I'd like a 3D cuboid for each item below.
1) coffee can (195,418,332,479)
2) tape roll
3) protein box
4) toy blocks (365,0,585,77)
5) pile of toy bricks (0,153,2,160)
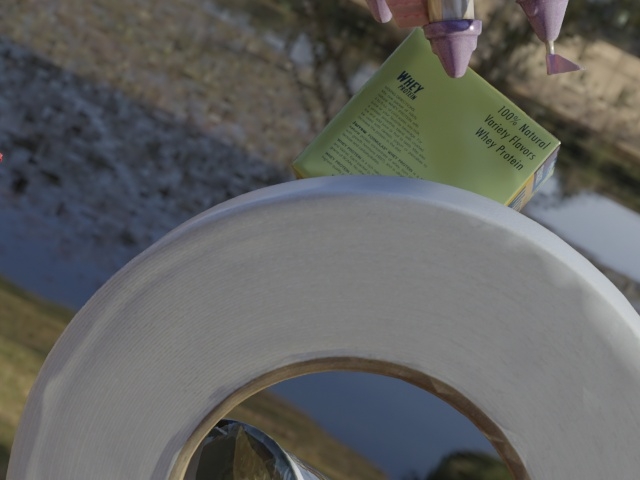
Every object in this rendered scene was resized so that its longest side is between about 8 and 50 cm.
[{"bbox_3d":[-0.022,0.274,1.249,0.201,0.201,0.275,33,-5,43],"label":"coffee can"},{"bbox_3d":[0.021,0.157,0.942,0.392,0.392,0.072,26,12,3],"label":"tape roll"},{"bbox_3d":[0.112,-0.075,1.811,0.200,0.201,0.136,41,-7,11],"label":"protein box"},{"bbox_3d":[0.089,-0.271,1.537,0.288,0.260,0.309,-2,4,30],"label":"toy blocks"},{"bbox_3d":[-0.305,-0.042,1.193,0.105,0.118,0.212,37,10,14],"label":"pile of toy bricks"}]
